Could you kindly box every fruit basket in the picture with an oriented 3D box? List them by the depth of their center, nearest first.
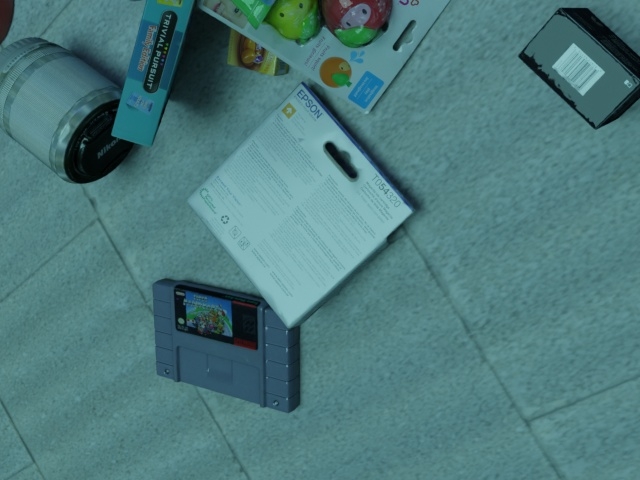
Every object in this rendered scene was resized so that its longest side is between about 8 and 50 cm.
[{"bbox_3d":[0.018,-0.418,1.382,0.353,0.165,0.327,35,118,-6],"label":"fruit basket"}]

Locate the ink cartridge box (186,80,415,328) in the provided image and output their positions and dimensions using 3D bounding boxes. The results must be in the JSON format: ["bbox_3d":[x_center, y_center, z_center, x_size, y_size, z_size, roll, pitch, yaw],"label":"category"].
[{"bbox_3d":[-0.036,-0.063,1.572,0.330,0.071,0.324,-43,77,15],"label":"ink cartridge box"}]

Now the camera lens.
[{"bbox_3d":[-0.529,-0.265,1.749,0.274,0.219,0.219,37,120,18],"label":"camera lens"}]

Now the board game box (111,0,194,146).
[{"bbox_3d":[-0.285,-0.376,1.552,0.079,0.254,0.336,17,118,-11],"label":"board game box"}]

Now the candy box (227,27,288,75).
[{"bbox_3d":[-0.104,-0.405,1.548,0.109,0.053,0.187,20,115,24],"label":"candy box"}]

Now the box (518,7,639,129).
[{"bbox_3d":[0.390,-0.251,1.224,0.156,0.158,0.093,48,122,12],"label":"box"}]

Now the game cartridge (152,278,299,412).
[{"bbox_3d":[-0.206,0.214,1.788,0.355,0.068,0.230,9,113,29],"label":"game cartridge"}]

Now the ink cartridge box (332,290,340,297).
[{"bbox_3d":[0.000,0.000,1.607,0.145,0.045,0.179,32,121,20],"label":"ink cartridge box"}]

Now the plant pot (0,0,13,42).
[{"bbox_3d":[-0.860,-0.542,1.860,0.275,0.243,0.275,9,108,30],"label":"plant pot"}]
